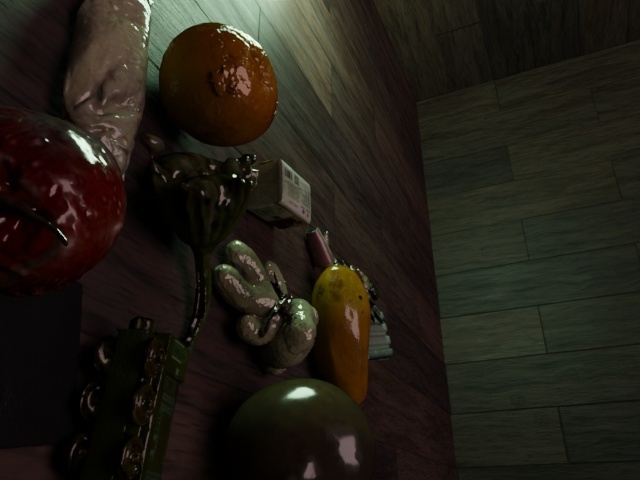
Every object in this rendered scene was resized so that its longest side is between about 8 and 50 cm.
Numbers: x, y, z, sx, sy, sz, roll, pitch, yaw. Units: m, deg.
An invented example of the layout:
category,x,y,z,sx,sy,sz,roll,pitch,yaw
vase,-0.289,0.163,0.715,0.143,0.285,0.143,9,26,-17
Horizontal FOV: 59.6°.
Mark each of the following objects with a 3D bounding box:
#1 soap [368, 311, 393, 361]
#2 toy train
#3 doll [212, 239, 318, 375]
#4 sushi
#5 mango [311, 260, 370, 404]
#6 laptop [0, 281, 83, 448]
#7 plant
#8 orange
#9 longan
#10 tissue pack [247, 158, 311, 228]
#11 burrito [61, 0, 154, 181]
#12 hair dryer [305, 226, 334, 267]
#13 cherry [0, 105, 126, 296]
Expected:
category,x,y,z,sx,sy,sz,roll,pitch,yaw
soap,0.120,0.280,1.609,0.261,0.094,0.150,22,52,-65
toy train,-0.237,0.216,0.711,0.137,0.090,0.225,72,21,-60
doll,-0.098,0.128,1.078,0.175,0.149,0.278,-50,119,-23
sushi,0.119,0.130,1.607,0.231,0.047,0.220,58,14,20
mango,0.054,0.231,1.386,0.187,0.144,0.358,25,59,-62
laptop,-0.328,0.131,0.634,0.135,0.016,0.197,36,47,-62
plant,-0.220,-0.002,0.922,0.251,0.180,0.333,-48,157,-73
orange,-0.178,-0.271,0.985,0.219,0.193,0.219,-20,90,-82
longan,-0.032,0.360,0.952,0.258,0.258,0.257,-12,90,-69
tissue pack,-0.093,-0.098,1.238,0.149,0.099,0.105,36,48,-61
burrito,-0.306,-0.247,0.805,0.117,0.076,0.391,25,53,-40
hair dryer,0.003,0.005,1.525,0.154,0.054,0.106,-63,134,-73
cherry,-0.294,-0.049,0.584,0.249,0.192,0.175,-73,-179,-63
